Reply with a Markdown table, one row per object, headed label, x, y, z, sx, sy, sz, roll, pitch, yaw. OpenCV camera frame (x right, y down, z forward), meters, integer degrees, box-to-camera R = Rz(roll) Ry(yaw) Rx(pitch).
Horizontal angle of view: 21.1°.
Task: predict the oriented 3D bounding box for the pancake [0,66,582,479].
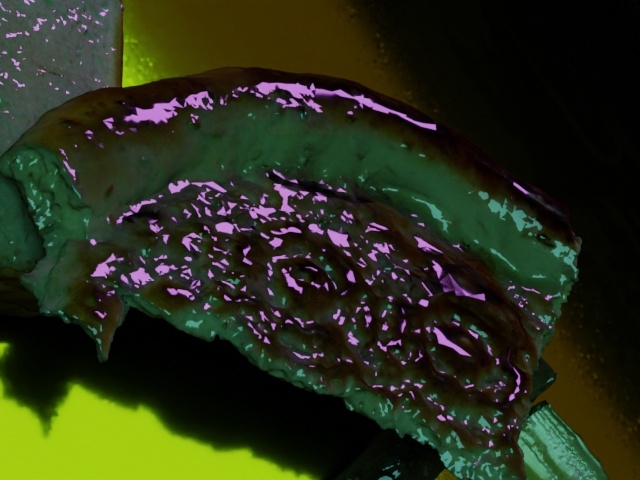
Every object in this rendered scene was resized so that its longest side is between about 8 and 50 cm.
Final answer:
| label | x | y | z | sx | sy | sz | roll | pitch | yaw |
| --- | --- | --- | --- | --- | --- | --- | --- | --- | --- |
| pancake | 0.001 | -0.004 | 1.117 | 0.426 | 0.067 | 0.305 | 22 | 42 | -20 |

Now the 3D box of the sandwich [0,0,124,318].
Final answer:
| label | x | y | z | sx | sy | sz | roll | pitch | yaw |
| --- | --- | --- | --- | --- | --- | --- | --- | --- | --- |
| sandwich | -0.218 | -0.079 | 1.099 | 0.226 | 0.087 | 0.251 | 17 | 65 | -48 |

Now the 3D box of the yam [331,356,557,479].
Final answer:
| label | x | y | z | sx | sy | sz | roll | pitch | yaw |
| --- | --- | --- | --- | --- | --- | --- | --- | --- | --- |
| yam | 0.056 | 0.152 | 1.180 | 0.253 | 0.061 | 0.061 | -38 | 89 | -19 |

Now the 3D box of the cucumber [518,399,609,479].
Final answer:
| label | x | y | z | sx | sy | sz | roll | pitch | yaw |
| --- | --- | --- | --- | --- | --- | --- | --- | --- | --- |
| cucumber | 0.166 | 0.170 | 1.216 | 0.067 | 0.035 | 0.107 | -38 | 90 | -1 |
